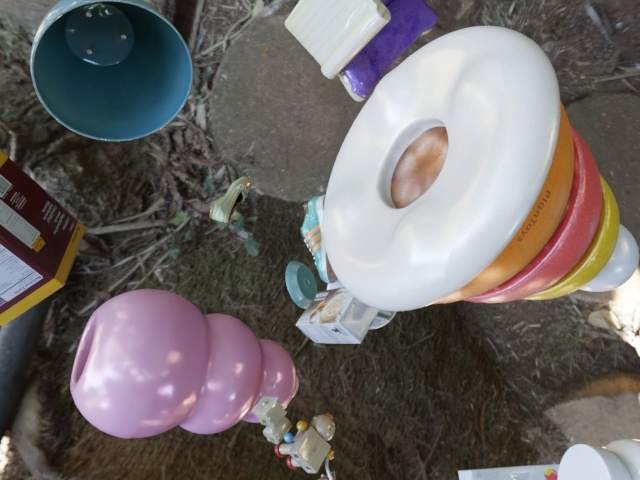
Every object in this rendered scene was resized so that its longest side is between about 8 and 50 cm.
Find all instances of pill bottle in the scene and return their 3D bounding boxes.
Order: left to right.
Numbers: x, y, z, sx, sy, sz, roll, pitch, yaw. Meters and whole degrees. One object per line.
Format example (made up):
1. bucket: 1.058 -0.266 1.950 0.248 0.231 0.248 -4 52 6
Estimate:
1. pill bottle: 0.274 0.205 0.384 0.152 0.086 0.086 12 112 -6

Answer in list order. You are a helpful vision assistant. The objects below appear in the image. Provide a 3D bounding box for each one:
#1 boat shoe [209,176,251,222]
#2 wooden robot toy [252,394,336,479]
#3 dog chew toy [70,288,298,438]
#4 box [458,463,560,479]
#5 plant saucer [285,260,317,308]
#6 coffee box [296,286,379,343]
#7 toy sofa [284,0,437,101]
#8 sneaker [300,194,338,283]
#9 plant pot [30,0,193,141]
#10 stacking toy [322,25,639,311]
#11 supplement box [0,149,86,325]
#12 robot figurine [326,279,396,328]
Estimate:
1. boat shoe: -0.195 -0.092 1.129 0.048 0.153 0.056 25 131 9
2. wooden robot toy: -0.018 0.264 0.672 0.173 0.079 0.076 51 143 -12
3. dog chew toy: -0.182 0.195 0.740 0.332 0.206 0.206 20 120 -30
4. box: 0.260 0.386 0.618 0.145 0.186 0.038 3 155 -15
5. plant saucer: -0.040 0.103 1.187 0.021 0.119 0.119 -19 99 28
6. coffee box: 0.050 0.224 1.471 0.098 0.141 0.246 44 152 -17
7. toy sofa: 0.123 -0.408 0.827 0.177 0.362 0.150 46 143 -10
8. sneaker: 0.000 0.000 1.689 0.121 0.108 0.302 -11 79 38
9. plant pot: -0.430 -0.379 1.002 0.290 0.290 0.195 -52 50 26
10. stacking toy: 0.275 -0.021 0.681 0.480 0.350 0.350 23 119 -29
11. supplement box: -0.519 -0.007 0.802 0.129 0.191 0.194 -32 123 7
12. robot figurine: 0.140 0.189 1.700 0.200 0.353 0.299 22 87 -16
